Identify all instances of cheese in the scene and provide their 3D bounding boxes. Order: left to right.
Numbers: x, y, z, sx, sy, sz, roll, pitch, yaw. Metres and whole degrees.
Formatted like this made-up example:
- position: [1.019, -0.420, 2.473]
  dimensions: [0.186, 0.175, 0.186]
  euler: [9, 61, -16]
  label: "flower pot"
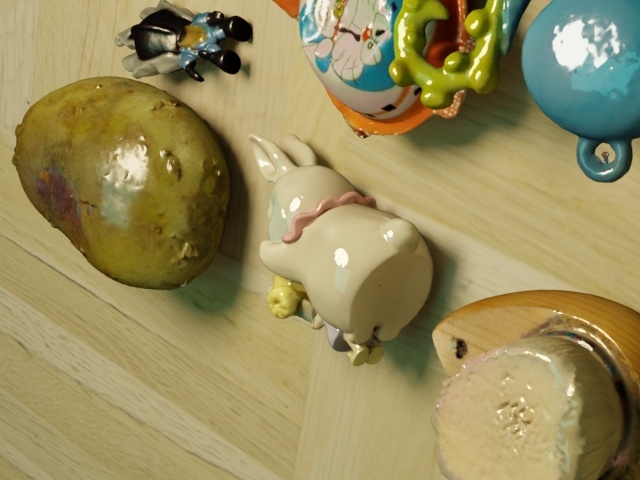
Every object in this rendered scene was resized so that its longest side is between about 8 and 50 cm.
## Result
- position: [0.031, -0.223, 1.498]
  dimensions: [0.329, 0.129, 0.217]
  euler: [43, 126, 35]
  label: "cheese"

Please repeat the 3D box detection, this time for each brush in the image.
- position: [0.171, 0.130, 1.385]
  dimensions: [0.267, 0.166, 0.174]
  euler: [25, 116, 46]
  label: "brush"

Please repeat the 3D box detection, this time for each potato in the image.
- position: [-0.222, -0.074, 1.783]
  dimensions: [0.307, 0.173, 0.210]
  euler: [31, 124, 38]
  label: "potato"

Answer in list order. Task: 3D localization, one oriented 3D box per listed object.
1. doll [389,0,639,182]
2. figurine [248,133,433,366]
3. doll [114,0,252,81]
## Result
- position: [0.226, -0.214, 1.300]
  dimensions: [0.346, 0.099, 0.341]
  euler: [4, 88, 30]
  label: "doll"
- position: [0.000, 0.000, 1.592]
  dimensions: [0.235, 0.127, 0.155]
  euler: [42, 136, 42]
  label: "figurine"
- position: [-0.160, -0.218, 1.761]
  dimensions: [0.195, 0.070, 0.096]
  euler: [9, 75, 42]
  label: "doll"
